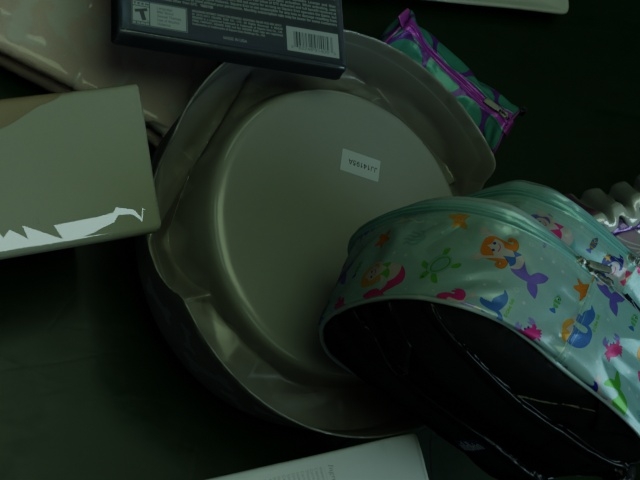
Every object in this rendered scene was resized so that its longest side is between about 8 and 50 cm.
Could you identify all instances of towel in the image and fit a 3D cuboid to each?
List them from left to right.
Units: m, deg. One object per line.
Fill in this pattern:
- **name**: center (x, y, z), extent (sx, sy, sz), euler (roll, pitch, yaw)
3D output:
- **towel**: center (-0.210, -0.280, 1.625), extent (0.317, 0.053, 0.331), euler (26, 62, -12)

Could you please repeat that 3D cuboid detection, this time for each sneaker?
- **sneaker**: center (0.259, 0.005, 1.564), extent (0.236, 0.095, 0.104), euler (-17, 108, -1)

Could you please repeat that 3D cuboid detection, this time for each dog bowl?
- **dog bowl**: center (0.000, 0.000, 1.557), extent (0.349, 0.102, 0.348), euler (9, 73, -31)

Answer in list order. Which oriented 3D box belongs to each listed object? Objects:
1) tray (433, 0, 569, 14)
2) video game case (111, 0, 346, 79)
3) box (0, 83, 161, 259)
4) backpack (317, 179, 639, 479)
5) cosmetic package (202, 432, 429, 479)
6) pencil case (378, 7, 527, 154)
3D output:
- **tray**: center (0.110, -0.291, 1.781), extent (0.270, 0.030, 0.145), euler (3, 69, -23)
- **video game case**: center (-0.079, -0.270, 1.534), extent (0.196, 0.026, 0.274), euler (7, 61, -21)
- **box**: center (-0.293, -0.039, 1.404), extent (0.311, 0.148, 0.121), euler (-11, 94, -38)
- **backpack**: center (0.135, 0.066, 1.427), extent (0.253, 0.225, 0.191), euler (31, 62, -25)
- **cosmetic package**: center (-0.034, 0.226, 1.480), extent (0.231, 0.117, 0.085), euler (-9, 76, -25)
- **pencil case**: center (0.116, -0.145, 1.707), extent (0.152, 0.070, 0.064), euler (41, 61, -4)
